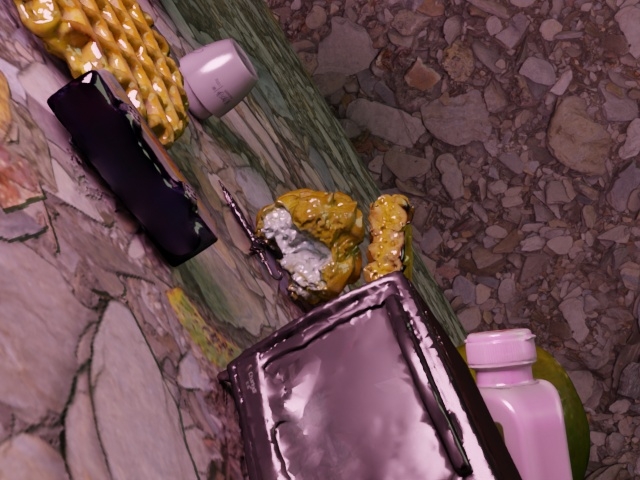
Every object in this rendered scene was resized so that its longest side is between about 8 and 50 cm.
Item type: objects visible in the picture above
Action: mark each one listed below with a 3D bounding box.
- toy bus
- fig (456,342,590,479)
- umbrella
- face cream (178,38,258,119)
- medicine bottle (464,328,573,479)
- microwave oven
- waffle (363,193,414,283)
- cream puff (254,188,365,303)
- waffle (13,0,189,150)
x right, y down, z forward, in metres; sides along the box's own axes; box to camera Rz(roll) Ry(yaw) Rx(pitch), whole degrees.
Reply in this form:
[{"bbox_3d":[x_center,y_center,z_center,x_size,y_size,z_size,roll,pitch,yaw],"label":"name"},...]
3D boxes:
[{"bbox_3d":[-0.152,-0.061,0.620,0.172,0.057,0.072,57,5,-18],"label":"toy bus"},{"bbox_3d":[0.145,0.232,0.841,0.233,0.314,0.233,172,-90,-75],"label":"fig"},{"bbox_3d":[-0.088,-0.013,0.878,0.022,0.022,0.148,-16,67,-54],"label":"umbrella"},{"bbox_3d":[-0.137,-0.211,0.968,0.091,0.095,0.091,56,12,-19],"label":"face cream"},{"bbox_3d":[0.177,0.192,0.676,0.115,0.078,0.219,149,-65,-74],"label":"medicine bottle"},{"bbox_3d":[0.048,0.177,0.552,0.188,0.178,0.247,48,15,-46],"label":"microwave oven"},{"bbox_3d":[0.093,0.079,0.979,0.307,0.060,0.311,65,28,-70],"label":"waffle"},{"bbox_3d":[0.001,-0.001,0.921,0.121,0.156,0.156,-26,84,-48],"label":"cream puff"},{"bbox_3d":[-0.212,-0.199,0.735,0.245,0.052,0.254,52,14,-27],"label":"waffle"}]
